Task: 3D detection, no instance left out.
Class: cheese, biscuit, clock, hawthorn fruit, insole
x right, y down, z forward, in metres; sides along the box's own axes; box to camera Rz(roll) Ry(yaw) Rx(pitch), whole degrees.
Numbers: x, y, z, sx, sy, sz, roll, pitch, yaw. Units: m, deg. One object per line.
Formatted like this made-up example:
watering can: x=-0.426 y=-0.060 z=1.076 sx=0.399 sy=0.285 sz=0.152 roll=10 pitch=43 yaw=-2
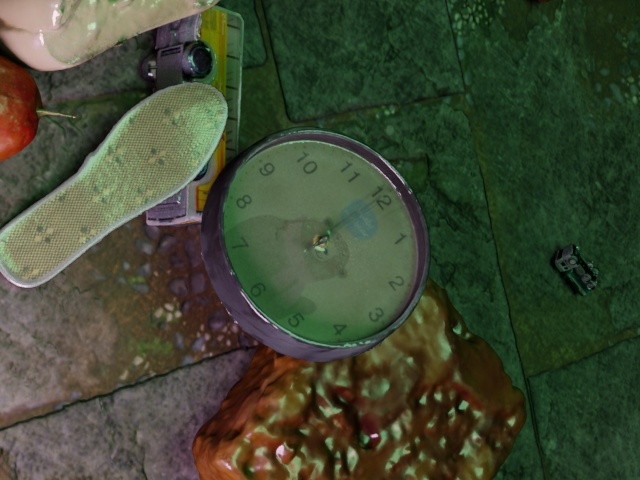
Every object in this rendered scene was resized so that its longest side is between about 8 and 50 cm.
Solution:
cheese: x=-0.234 y=-0.278 z=1.450 sx=0.266 sy=0.233 sz=0.127 roll=-35 pitch=117 yaw=-32
biscuit: x=0.049 y=0.236 z=1.646 sx=0.343 sy=0.166 sz=0.395 roll=50 pitch=58 yaw=-17
clock: x=0.000 y=0.000 z=1.545 sx=0.280 sy=0.055 sz=0.281 roll=8 pitch=69 yaw=-21
hawthorn fruit: x=-0.349 y=-0.143 z=1.402 sx=0.125 sy=0.140 sz=0.125 roll=-17 pitch=90 yaw=-73
insole: x=-0.231 y=-0.066 z=1.494 sx=0.322 sy=0.007 sz=0.109 roll=-40 pitch=92 yaw=-13

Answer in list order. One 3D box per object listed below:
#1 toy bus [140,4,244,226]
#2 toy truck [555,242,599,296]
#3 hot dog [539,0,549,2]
toy bus: x=-0.150 y=-0.147 z=1.586 sx=0.106 sy=0.092 sz=0.268 roll=9 pitch=79 yaw=-46
toy truck: x=0.384 y=0.045 z=1.997 sx=0.083 sy=0.044 sz=0.039 roll=49 pitch=38 yaw=-23
hot dog: x=0.330 y=-0.399 z=2.002 sx=0.058 sy=0.035 sz=0.083 roll=8 pitch=81 yaw=-36
